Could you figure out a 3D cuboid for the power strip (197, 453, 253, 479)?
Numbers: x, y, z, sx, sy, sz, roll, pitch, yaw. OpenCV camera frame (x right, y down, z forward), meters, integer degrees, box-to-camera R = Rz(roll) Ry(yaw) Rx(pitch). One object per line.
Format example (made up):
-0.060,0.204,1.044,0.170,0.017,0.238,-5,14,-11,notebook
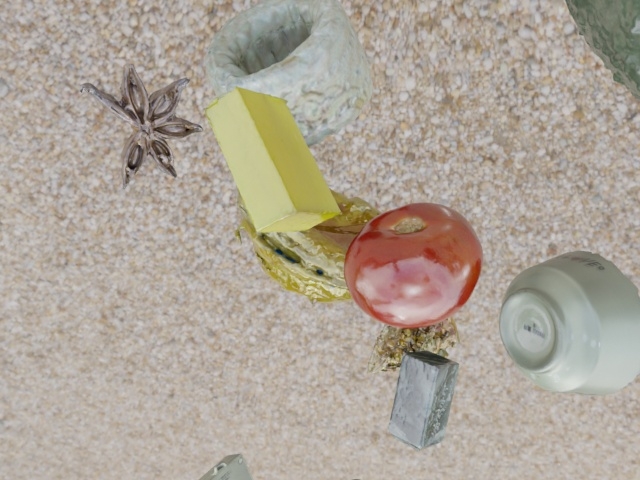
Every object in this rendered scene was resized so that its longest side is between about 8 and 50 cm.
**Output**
-0.101,0.526,0.986,0.043,0.106,0.367,-22,92,35,power strip

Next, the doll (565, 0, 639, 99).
0.297,-0.274,0.500,0.247,0.349,0.247,-27,159,-12,doll

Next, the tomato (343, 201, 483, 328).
0.127,0.035,0.835,0.195,0.195,0.136,-7,117,17,tomato

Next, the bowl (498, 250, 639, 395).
0.331,0.121,0.861,0.112,0.211,0.211,-4,141,-27,bowl

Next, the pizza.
0.206,0.218,1.359,0.226,0.069,0.147,-14,110,-14,pizza

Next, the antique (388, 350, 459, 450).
0.206,0.324,1.236,0.088,0.183,0.086,4,-172,-46,antique

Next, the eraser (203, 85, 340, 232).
-0.041,-0.070,0.547,0.045,0.097,0.122,-28,80,24,eraser

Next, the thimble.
-0.065,-0.310,1.146,0.291,0.291,0.195,-10,138,20,thimble

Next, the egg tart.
0.000,0.000,1.198,0.388,0.388,0.169,21,114,-10,egg tart

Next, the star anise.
-0.287,-0.197,1.030,0.171,0.063,0.208,-27,122,-20,star anise

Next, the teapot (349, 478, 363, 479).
0.010,0.268,0.599,0.043,0.043,0.111,28,136,-16,teapot
